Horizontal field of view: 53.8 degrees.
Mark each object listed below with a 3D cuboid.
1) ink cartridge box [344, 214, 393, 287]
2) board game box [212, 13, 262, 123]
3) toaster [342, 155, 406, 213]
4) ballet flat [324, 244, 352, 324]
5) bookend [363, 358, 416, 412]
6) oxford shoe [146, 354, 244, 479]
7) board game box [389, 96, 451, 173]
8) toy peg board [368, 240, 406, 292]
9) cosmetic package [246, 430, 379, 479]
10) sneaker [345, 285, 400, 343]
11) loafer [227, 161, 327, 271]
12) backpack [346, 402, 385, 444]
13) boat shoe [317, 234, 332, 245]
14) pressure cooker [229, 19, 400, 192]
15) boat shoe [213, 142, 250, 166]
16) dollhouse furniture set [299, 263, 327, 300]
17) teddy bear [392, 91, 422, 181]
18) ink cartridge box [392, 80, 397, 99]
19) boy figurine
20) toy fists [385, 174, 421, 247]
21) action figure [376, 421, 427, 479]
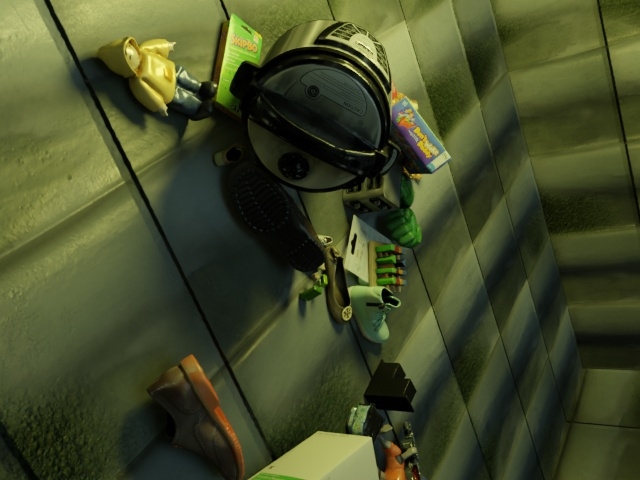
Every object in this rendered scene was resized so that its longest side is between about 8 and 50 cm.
[{"bbox_3d":[0.145,0.048,2.056,0.232,0.066,0.189,29,62,-39],"label":"ink cartridge box"},{"bbox_3d":[-0.218,-0.449,1.646,0.124,0.039,0.259,27,67,-49],"label":"board game box"},{"bbox_3d":[0.171,-0.187,2.019,0.110,0.168,0.185,23,68,-49],"label":"toaster"},{"bbox_3d":[0.058,0.135,1.915,0.084,0.058,0.249,-18,100,-52],"label":"ballet flat"},{"bbox_3d":[0.247,0.468,2.043,0.072,0.156,0.157,62,41,-27],"label":"bookend"},{"bbox_3d":[-0.274,0.422,1.415,0.133,0.130,0.363,-28,119,-17],"label":"oxford shoe"},{"bbox_3d":[0.282,-0.327,2.034,0.233,0.078,0.347,52,1,-7],"label":"board game box"},{"bbox_3d":[0.236,0.085,2.056,0.161,0.079,0.161,9,77,-49],"label":"toy peg board"},{"bbox_3d":[-0.025,0.640,1.624,0.366,0.197,0.155,-17,99,-54],"label":"cosmetic package"},{"bbox_3d":[0.196,0.243,2.009,0.256,0.151,0.094,56,43,-34],"label":"sneaker"},{"bbox_3d":[-0.122,-0.067,1.677,0.366,0.134,0.130,55,9,-31],"label":"loafer"},{"bbox_3d":[0.132,0.570,1.935,0.105,0.084,0.114,57,39,-31],"label":"backpack"},{"bbox_3d":[0.000,0.000,1.876,0.100,0.035,0.035,3,83,-53],"label":"boat shoe"},{"bbox_3d":[0.002,-0.321,1.568,0.420,0.370,0.375,-77,155,-56],"label":"pressure cooker"},{"bbox_3d":[-0.214,-0.220,1.610,0.135,0.045,0.050,-38,115,-49],"label":"boat shoe"},{"bbox_3d":[-0.027,0.097,1.838,0.076,0.059,0.151,29,43,-40],"label":"dollhouse furniture set"},{"bbox_3d":[0.331,-0.383,2.310,0.245,0.113,0.337,-21,102,-55],"label":"teddy bear"},{"bbox_3d":[0.122,-0.494,2.039,0.273,0.114,0.197,-50,125,-43],"label":"ink cartridge box"},{"bbox_3d":[-0.359,-0.373,1.402,0.285,0.092,0.177,26,68,-52],"label":"boy figurine"},{"bbox_3d":[0.279,-0.108,2.185,0.142,0.096,0.279,17,61,-51],"label":"toy fists"},{"bbox_3d":[0.236,0.733,2.043,0.341,0.179,0.330,-96,162,-50],"label":"action figure"}]
